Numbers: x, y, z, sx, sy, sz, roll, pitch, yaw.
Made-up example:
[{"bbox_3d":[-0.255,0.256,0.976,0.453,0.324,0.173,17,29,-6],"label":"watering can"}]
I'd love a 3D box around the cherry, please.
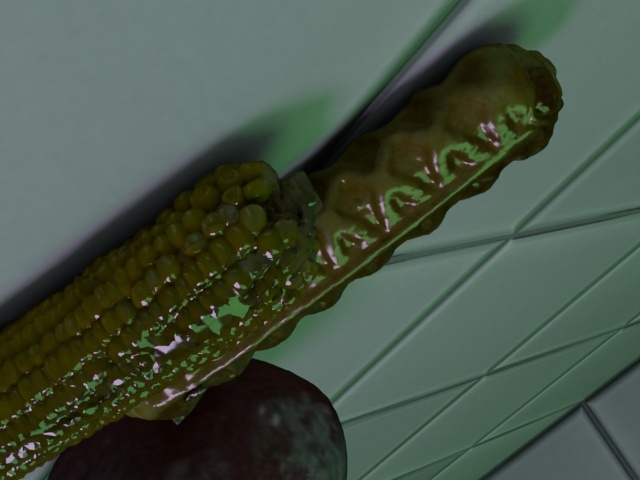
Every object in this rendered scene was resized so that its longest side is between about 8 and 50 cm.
[{"bbox_3d":[-0.104,0.215,0.904,0.285,0.236,0.213,-50,142,16],"label":"cherry"}]

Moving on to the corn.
[{"bbox_3d":[-0.131,0.061,0.709,0.320,0.097,0.097,-34,160,8],"label":"corn"}]

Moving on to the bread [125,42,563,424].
[{"bbox_3d":[0.000,0.000,0.781,0.367,0.084,0.077,-36,-157,15],"label":"bread"}]
